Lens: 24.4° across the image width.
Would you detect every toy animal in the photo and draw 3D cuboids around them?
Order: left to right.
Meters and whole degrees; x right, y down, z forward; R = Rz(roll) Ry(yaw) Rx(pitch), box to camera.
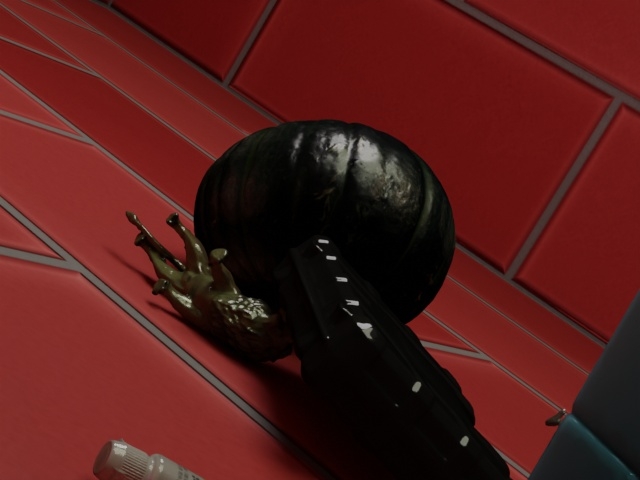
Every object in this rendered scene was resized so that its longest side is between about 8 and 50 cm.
[{"bbox_3d":[-0.108,0.032,1.257,0.220,0.069,0.086,43,-8,34],"label":"toy animal"}]

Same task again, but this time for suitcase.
[{"bbox_3d":[0.053,0.110,1.159,0.206,0.066,0.285,49,4,-14],"label":"suitcase"}]

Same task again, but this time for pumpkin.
[{"bbox_3d":[0.000,0.000,1.403,0.249,0.216,0.250,19,-23,9],"label":"pumpkin"}]

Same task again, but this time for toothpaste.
[{"bbox_3d":[-0.042,0.163,0.841,0.190,0.031,0.048,31,5,-21],"label":"toothpaste"}]

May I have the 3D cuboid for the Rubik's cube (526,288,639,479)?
[{"bbox_3d":[0.253,0.219,0.646,0.291,0.292,0.290,25,11,-28],"label":"Rubik's cube"}]
